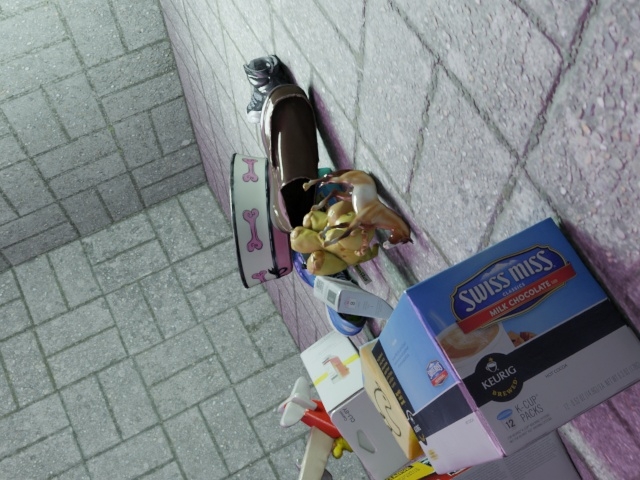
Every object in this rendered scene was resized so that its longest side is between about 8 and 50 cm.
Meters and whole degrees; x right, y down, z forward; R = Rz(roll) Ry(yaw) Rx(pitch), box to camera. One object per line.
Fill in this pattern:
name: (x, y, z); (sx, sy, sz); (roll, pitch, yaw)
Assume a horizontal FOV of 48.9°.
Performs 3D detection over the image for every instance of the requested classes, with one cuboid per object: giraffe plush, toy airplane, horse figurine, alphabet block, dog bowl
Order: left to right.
dog bowl: (-0.169, -0.065, 2.116); (0.408, 0.150, 0.408); (175, 90, -90)
toy airplane: (0.035, 0.631, 2.364); (0.384, 0.386, 0.272); (57, 153, 32)
giraffe plush: (0.052, -0.012, 1.542); (0.210, 0.181, 0.170); (38, 154, 9)
horse figurine: (0.067, -0.074, 1.449); (0.066, 0.174, 0.263); (73, 179, -47)
alphabet block: (0.211, 0.293, 1.438); (0.197, 0.193, 0.192); (56, 166, 34)

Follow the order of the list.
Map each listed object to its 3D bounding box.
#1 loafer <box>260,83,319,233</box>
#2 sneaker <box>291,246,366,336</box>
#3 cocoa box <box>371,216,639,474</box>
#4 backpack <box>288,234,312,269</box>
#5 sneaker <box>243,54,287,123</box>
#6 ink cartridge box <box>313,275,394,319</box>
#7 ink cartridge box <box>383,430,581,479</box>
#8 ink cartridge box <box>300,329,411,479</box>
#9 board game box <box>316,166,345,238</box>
loafer: (-0.051, -0.177, 1.636); (0.130, 0.133, 0.366); (-139, 40, -61)
sneaker: (0.038, 0.116, 2.011); (0.330, 0.129, 0.147); (56, 159, 3)
cocoa box: (0.237, 0.164, 0.989); (0.228, 0.231, 0.347); (61, 167, 18)
backpack: (0.000, 0.000, 1.903); (0.158, 0.117, 0.173); (62, -161, 17)
sneaker: (-0.141, -0.384, 1.782); (0.268, 0.101, 0.153); (16, 130, 66)
ink cartridge box: (0.118, 0.135, 1.570); (0.189, 0.232, 0.066); (-158, 76, -73)
ink cartridge box: (0.255, 0.440, 1.268); (0.130, 0.309, 0.272); (64, 167, 5)
ink cartridge box: (0.112, 0.452, 2.000); (0.279, 0.160, 0.385); (55, 179, -19)
board game box: (0.012, -0.051, 1.745); (0.160, 0.047, 0.210); (-45, 68, 43)
